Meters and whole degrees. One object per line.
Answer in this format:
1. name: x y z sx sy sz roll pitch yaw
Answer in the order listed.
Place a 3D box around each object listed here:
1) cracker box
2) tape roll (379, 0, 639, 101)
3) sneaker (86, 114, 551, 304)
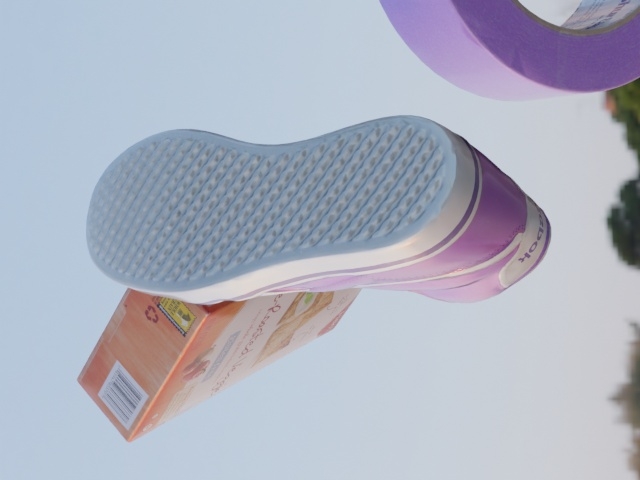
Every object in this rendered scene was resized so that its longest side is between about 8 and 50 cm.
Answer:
1. cracker box: -0.049 0.038 1.073 0.232 0.067 0.155 -27 -22 -45
2. tape roll: 0.168 -0.246 1.131 0.275 0.090 0.274 0 -89 -28
3. sneaker: 0.000 0.001 0.887 0.161 0.282 0.102 23 -108 -52
